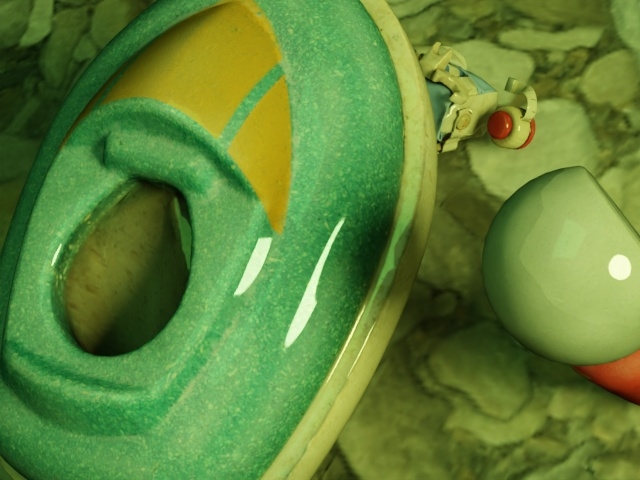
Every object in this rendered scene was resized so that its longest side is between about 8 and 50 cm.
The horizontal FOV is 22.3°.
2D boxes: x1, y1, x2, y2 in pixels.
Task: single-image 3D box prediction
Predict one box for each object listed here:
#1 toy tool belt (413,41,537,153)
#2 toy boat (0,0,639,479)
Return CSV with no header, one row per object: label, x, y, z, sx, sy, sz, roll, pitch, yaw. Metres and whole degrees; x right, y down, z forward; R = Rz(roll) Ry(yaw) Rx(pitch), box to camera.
toy tool belt,0.053,-0.064,0.744,0.083,0.051,0.052,33,110,43
toy boat,0.000,0.000,0.644,0.318,0.148,0.267,10,76,31
